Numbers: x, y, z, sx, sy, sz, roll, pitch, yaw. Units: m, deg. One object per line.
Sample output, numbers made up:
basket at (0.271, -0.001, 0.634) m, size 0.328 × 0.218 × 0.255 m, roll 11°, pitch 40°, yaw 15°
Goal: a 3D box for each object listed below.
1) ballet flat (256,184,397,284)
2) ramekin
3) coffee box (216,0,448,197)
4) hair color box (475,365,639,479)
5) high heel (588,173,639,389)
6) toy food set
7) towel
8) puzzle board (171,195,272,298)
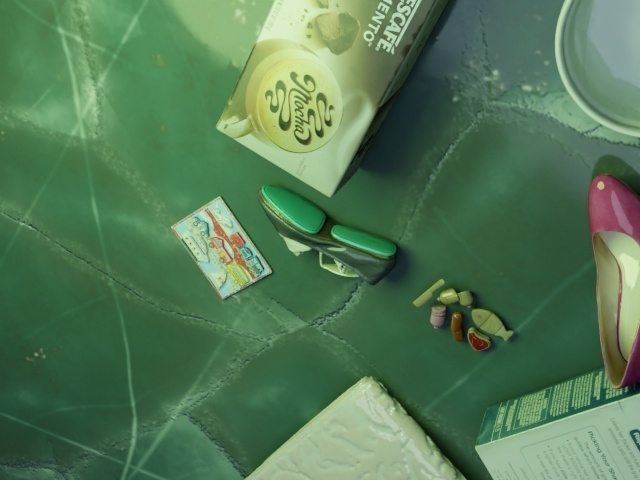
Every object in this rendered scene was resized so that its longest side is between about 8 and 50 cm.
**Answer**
ballet flat at (0.000, 0.000, 1.276) m, size 0.203 × 0.074 × 0.074 m, roll 26°, pitch 119°, yaw 5°
ramekin at (0.356, -0.220, 1.029) m, size 0.207 × 0.109 × 0.207 m, roll 7°, pitch 114°, yaw 16°
coffee box at (0.023, -0.225, 1.138) m, size 0.168 × 0.119 × 0.297 m, roll 32°, pitch 120°, yaw 5°
hair color box at (0.391, 0.250, 1.225) m, size 0.347 × 0.105 × 0.174 m, roll -25°, pitch 103°, yaw 27°
high heel at (0.343, 0.050, 1.142) m, size 0.082 × 0.117 × 0.244 m, roll 6°, pitch 123°, yaw 47°
toy food set at (0.185, 0.100, 1.283) m, size 0.122 × 0.019 × 0.078 m, roll 41°, pitch 120°, yaw -10°
towel at (0.080, 0.398, 1.422) m, size 0.332 × 0.053 × 0.317 m, roll 47°, pitch 120°, yaw 0°
puzzle board at (-0.139, 0.013, 1.362) m, size 0.096 × 0.011 × 0.128 m, roll -29°, pitch 100°, yaw 28°
